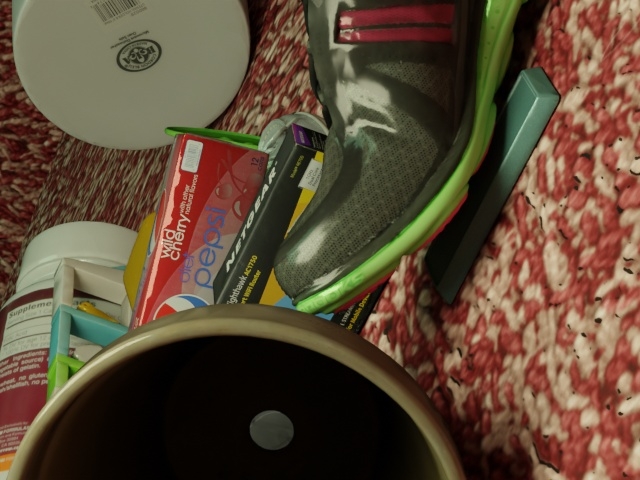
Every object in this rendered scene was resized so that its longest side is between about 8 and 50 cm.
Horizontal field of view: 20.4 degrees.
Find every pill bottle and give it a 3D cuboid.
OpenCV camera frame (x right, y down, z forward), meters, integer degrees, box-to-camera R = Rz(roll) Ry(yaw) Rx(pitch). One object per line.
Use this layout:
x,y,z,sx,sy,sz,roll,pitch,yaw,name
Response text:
-0.287,0.184,2.081,0.224,0.224,0.392,127,155,-45,pill bottle

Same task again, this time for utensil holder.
-0.257,-0.345,2.396,0.327,0.328,0.385,-61,23,29,utensil holder

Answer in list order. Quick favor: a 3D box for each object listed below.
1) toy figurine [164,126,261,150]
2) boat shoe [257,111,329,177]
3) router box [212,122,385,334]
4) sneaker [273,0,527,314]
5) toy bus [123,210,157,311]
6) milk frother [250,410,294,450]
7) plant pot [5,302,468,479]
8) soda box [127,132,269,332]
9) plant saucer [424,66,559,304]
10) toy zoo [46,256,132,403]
-0.109,-0.040,2.024,0.173,0.130,0.159,15,101,49,toy figurine
-0.037,-0.030,1.745,0.320,0.103,0.118,-95,29,-51,boat shoe
0.000,0.000,1.554,0.046,0.133,0.179,-101,33,-59,router box
0.052,-0.169,1.418,0.185,0.202,0.483,157,134,-75,sneaker
-0.116,0.075,1.830,0.332,0.130,0.108,-123,54,-69,toy bus
-0.063,0.240,1.591,0.143,0.129,0.135,60,149,7,milk frother
-0.048,0.177,1.300,0.280,0.323,0.323,-75,8,-76,plant pot
-0.121,0.036,1.634,0.092,0.083,0.263,-167,91,-79,soda box
0.131,-0.045,1.398,0.192,0.018,0.067,-63,19,22,plant saucer
-0.202,0.114,1.951,0.030,0.192,0.293,-61,20,28,toy zoo
